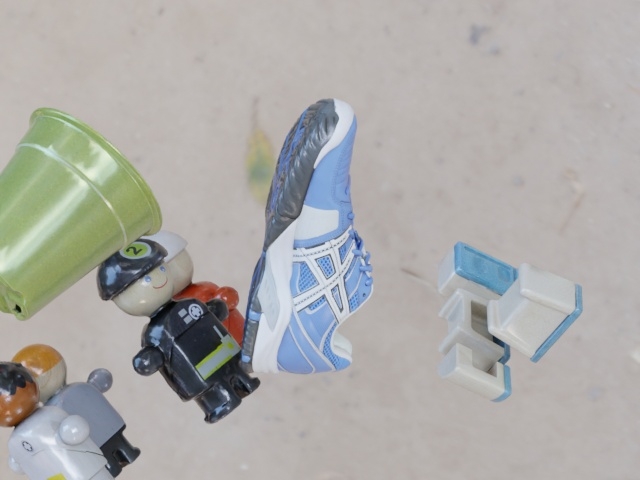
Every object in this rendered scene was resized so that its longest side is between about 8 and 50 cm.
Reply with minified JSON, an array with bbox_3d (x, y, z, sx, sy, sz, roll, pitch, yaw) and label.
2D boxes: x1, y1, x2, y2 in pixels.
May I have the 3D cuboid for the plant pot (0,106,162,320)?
[{"bbox_3d":[-0.132,-0.007,0.735,0.083,0.083,0.079,16,55,42],"label":"plant pot"}]

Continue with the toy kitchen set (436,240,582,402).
[{"bbox_3d":[0.214,0.059,1.596,0.166,0.122,0.207,-54,18,34],"label":"toy kitchen set"}]

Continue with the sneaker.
[{"bbox_3d":[0.000,0.000,1.070,0.080,0.081,0.211,-88,9,-61],"label":"sneaker"}]

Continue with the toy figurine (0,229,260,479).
[{"bbox_3d":[-0.158,0.098,1.205,0.209,0.213,0.148,-38,94,5],"label":"toy figurine"}]
